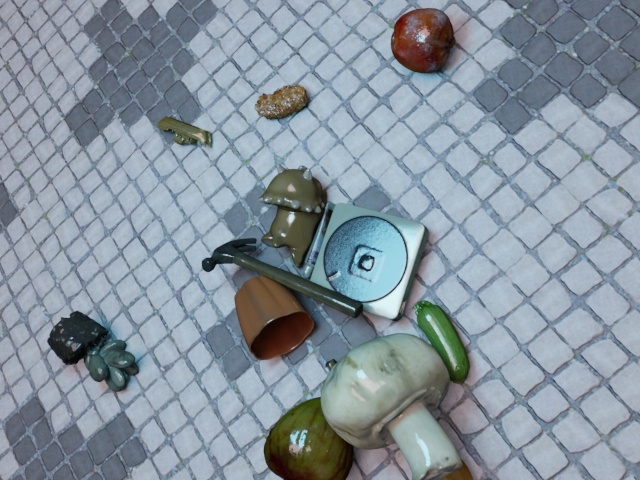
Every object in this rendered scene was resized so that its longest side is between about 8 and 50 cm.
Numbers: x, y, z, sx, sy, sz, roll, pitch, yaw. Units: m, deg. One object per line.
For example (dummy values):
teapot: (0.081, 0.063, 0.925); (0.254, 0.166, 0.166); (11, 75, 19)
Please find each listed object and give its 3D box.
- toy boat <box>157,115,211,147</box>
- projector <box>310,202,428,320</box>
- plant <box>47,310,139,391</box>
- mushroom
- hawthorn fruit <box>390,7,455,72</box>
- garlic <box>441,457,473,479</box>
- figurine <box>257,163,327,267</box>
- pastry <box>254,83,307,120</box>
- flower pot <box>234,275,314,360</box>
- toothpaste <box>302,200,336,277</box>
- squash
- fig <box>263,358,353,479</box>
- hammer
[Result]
toy boat: (-0.428, -0.333, 1.925); (0.206, 0.064, 0.072); (24, 102, 25)
projector: (0.125, 0.052, 1.596); (0.259, 0.079, 0.257); (16, 84, 24)
plant: (-0.670, 0.335, 1.826); (0.275, 0.149, 0.146); (33, 134, 9)
mushroom: (0.174, 0.383, 1.356); (0.314, 0.314, 0.336); (-40, 49, 9)
hawthorn fruit: (0.269, -0.534, 1.631); (0.173, 0.173, 0.172); (-5, 76, 21)
garlic: (0.296, 0.564, 1.394); (0.115, 0.128, 0.206); (-19, 70, -29)
figurine: (-0.084, -0.083, 1.663); (0.177, 0.173, 0.247); (34, 91, 25)
pastry: (-0.111, -0.403, 1.813); (0.169, 0.063, 0.087); (-10, 65, 25)
flower pot: (-0.135, 0.190, 1.622); (0.191, 0.191, 0.173); (-40, 55, 9)
toothpaste: (0.000, 0.000, 1.676); (0.037, 0.062, 0.216); (23, 90, 43)
squash: (0.297, 0.240, 1.487); (0.077, 0.068, 0.219); (-35, 66, 17)
fig: (-0.003, 0.442, 1.512); (0.217, 0.217, 0.320); (8, 60, 24)
hammer: (-0.092, 0.102, 1.586); (0.440, 0.168, 0.044); (22, 127, 25)
